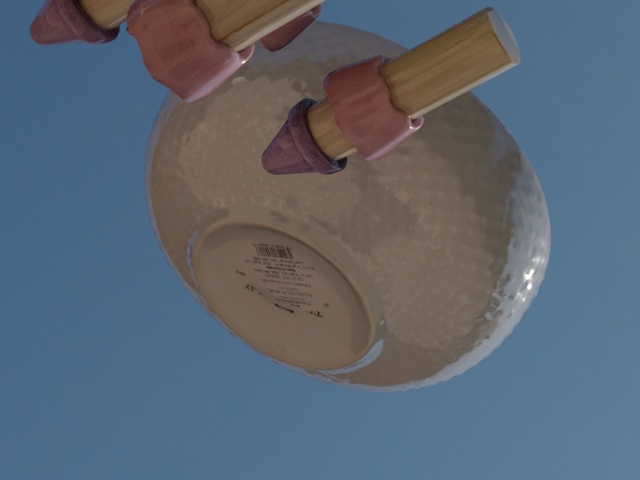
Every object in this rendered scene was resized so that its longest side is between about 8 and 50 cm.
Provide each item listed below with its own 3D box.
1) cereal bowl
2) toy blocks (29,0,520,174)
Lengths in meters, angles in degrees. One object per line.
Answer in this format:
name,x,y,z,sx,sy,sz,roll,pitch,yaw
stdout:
cereal bowl,0.000,0.000,1.280,0.339,0.141,0.339,20,-40,18
toy blocks,-0.078,-0.196,1.016,0.260,0.289,0.308,-27,-109,24
